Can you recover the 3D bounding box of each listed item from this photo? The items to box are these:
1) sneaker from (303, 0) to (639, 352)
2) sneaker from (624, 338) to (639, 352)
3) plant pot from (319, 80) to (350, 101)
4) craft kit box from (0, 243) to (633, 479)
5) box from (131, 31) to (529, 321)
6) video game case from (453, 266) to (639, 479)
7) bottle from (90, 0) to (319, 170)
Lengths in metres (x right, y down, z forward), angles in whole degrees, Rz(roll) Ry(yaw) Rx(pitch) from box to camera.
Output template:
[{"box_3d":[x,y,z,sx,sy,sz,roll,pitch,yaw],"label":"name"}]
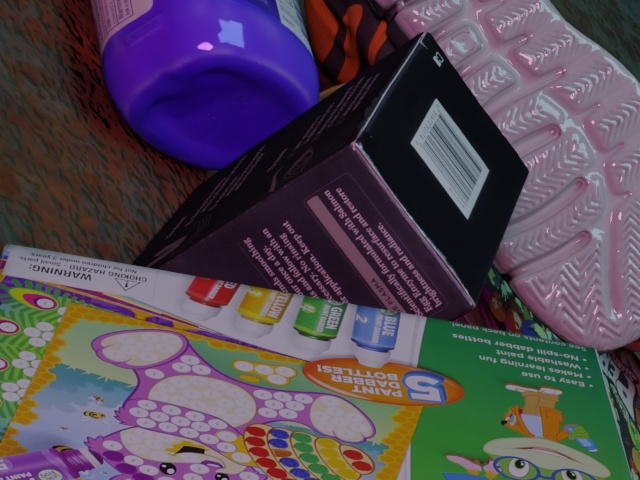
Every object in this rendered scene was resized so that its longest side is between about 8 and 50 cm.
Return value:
[{"box_3d":[0.096,-0.082,1.076,0.321,0.124,0.180,64,-12,-1],"label":"sneaker"},{"box_3d":[0.253,0.040,1.184,0.276,0.135,0.097,52,25,-11],"label":"sneaker"},{"box_3d":[0.020,-0.036,1.022,0.079,0.083,0.083,60,22,-28],"label":"plant pot"},{"box_3d":[-0.012,0.095,0.627,0.250,0.061,0.246,10,28,-5],"label":"craft kit box"},{"box_3d":[0.000,0.000,0.839,0.093,0.158,0.156,53,27,-11],"label":"box"},{"box_3d":[0.139,0.072,1.145,0.232,0.042,0.210,54,26,-10],"label":"video game case"},{"box_3d":[-0.078,-0.176,0.965,0.118,0.092,0.283,31,37,-50],"label":"bottle"}]
